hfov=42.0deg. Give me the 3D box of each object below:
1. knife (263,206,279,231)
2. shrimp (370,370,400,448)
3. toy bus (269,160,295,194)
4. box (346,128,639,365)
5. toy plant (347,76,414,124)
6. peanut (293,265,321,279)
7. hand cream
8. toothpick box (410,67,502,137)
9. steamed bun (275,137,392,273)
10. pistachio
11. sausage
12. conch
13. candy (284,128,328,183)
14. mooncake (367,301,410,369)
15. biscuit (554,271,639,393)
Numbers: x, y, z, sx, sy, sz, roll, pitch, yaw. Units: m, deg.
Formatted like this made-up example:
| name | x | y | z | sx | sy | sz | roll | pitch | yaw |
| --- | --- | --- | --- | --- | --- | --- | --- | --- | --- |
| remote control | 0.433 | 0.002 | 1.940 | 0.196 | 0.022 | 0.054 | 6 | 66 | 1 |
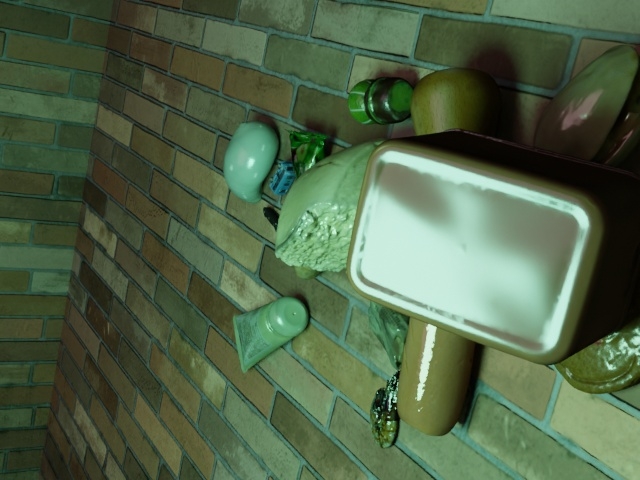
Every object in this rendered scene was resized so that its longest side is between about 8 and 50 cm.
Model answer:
| name | x | y | z | sx | sy | sz | roll | pitch | yaw |
| --- | --- | --- | --- | --- | --- | --- | --- | --- | --- |
| knife | -0.088 | 0.001 | 1.966 | 0.245 | 0.019 | 0.072 | -126 | 31 | -51 |
| shrimp | 0.122 | 0.320 | 1.612 | 0.091 | 0.034 | 0.161 | 28 | 111 | 55 |
| toy bus | -0.087 | -0.148 | 1.974 | 0.083 | 0.038 | 0.046 | -56 | 48 | 39 |
| box | 0.233 | -0.003 | 1.107 | 0.339 | 0.229 | 0.239 | 20 | 106 | 29 |
| toy plant | 0.113 | -0.274 | 1.641 | 0.162 | 0.093 | 0.093 | 10 | 95 | 59 |
| peanut | 0.000 | 0.000 | 1.781 | 0.214 | 0.099 | 0.099 | -50 | 47 | 35 |
| hand cream | -0.134 | 0.212 | 1.963 | 0.306 | 0.093 | 0.147 | -32 | 66 | 53 |
| toothpick box | 0.223 | -0.123 | 1.375 | 0.192 | 0.192 | 0.294 | -19 | 66 | 55 |
| steamed bun | 0.050 | -0.054 | 1.557 | 0.290 | 0.272 | 0.273 | -27 | 64 | 48 |
| pistachio | 0.389 | -0.174 | 1.177 | 0.215 | 0.144 | 0.144 | -54 | 45 | 31 |
| sausage | 0.206 | 0.172 | 1.423 | 0.121 | 0.121 | 0.304 | 21 | 103 | 55 |
| conch | -0.179 | -0.197 | 2.072 | 0.185 | 0.121 | 0.221 | -81 | 12 | -55 |
| candy | -0.025 | -0.143 | 1.851 | 0.141 | 0.078 | 0.203 | -140 | 48 | -63 |
| mooncake | 0.145 | 0.159 | 1.540 | 0.130 | 0.073 | 0.125 | 87 | 159 | -52 |
| biscuit | 0.410 | 0.078 | 1.193 | 0.257 | 0.049 | 0.273 | -25 | 68 | 53 |
